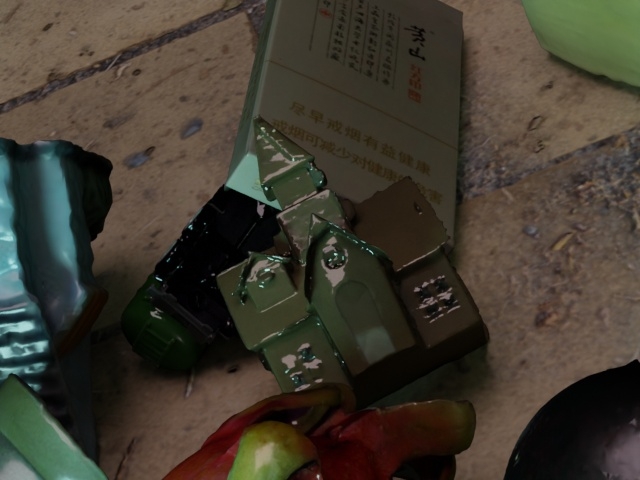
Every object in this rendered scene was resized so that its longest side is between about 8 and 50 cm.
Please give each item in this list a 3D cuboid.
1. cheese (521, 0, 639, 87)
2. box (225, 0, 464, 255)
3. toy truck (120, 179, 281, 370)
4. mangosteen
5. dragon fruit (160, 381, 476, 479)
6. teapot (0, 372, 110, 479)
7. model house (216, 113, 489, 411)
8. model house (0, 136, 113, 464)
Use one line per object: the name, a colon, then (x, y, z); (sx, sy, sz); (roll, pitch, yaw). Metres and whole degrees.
cheese: (0.290, -0.257, 1.350); (0.124, 0.242, 0.265); (-32, 37, -23)
box: (0.034, -0.141, 1.412); (0.051, 0.205, 0.365); (-55, 18, 40)
toy truck: (-0.081, 0.008, 1.363); (0.242, 0.101, 0.125); (-55, 9, -30)
mangosteen: (0.218, 0.196, 0.911); (0.211, 0.211, 0.250); (-14, 69, 16)
dragon fruit: (-0.027, 0.221, 0.995); (0.227, 0.243, 0.307); (20, 14, 34)
teapot: (-0.307, 0.257, 1.092); (0.337, 0.200, 0.270); (-40, 83, -15)
model house: (0.000, 0.000, 1.186); (0.181, 0.176, 0.248); (-29, 75, -2)
model house: (-0.339, 0.110, 1.305); (0.360, 0.339, 0.297); (-11, -7, -1)
